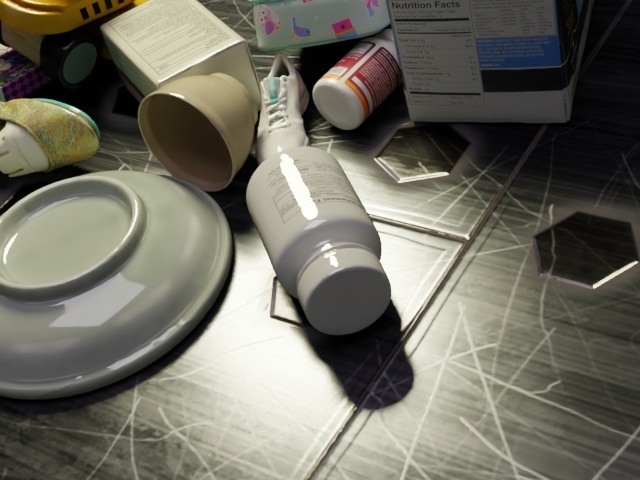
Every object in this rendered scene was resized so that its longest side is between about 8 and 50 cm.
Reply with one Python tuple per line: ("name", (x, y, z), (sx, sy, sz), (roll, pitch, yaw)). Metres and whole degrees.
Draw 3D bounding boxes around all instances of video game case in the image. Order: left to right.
("video game case", (-0.516, -0.304, 1.862), (0.210, 0.041, 0.232), (14, 39, 31))

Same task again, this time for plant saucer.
("plant saucer", (-0.317, 0.020, 1.433), (0.401, 0.100, 0.400), (-9, 42, 9))

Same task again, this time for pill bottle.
("pill bottle", (0.000, 0.000, 1.320), (0.131, 0.131, 0.229), (-21, 41, -4))
("pill bottle", (0.065, -0.233, 1.584), (0.086, 0.086, 0.152), (21, 54, 35))

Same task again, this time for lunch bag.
("lunch bag", (0.033, -0.371, 1.669), (0.224, 0.107, 0.279), (-6, 22, 23))

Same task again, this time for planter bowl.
("planter bowl", (-0.155, -0.164, 1.531), (0.162, 0.162, 0.109), (15, 48, 31))

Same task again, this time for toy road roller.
("toy road roller", (-0.373, -0.417, 1.761), (0.202, 0.240, 0.329), (34, 47, 22))

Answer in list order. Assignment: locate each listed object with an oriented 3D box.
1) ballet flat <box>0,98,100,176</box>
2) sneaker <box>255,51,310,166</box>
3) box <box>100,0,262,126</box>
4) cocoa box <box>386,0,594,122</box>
("ballet flat", (-0.469, -0.151, 1.661), (0.349, 0.123, 0.123), (15, 51, 38))
("sneaker", (-0.060, -0.183, 1.566), (0.080, 0.094, 0.212), (-9, 43, 8))
("box", (-0.209, -0.264, 1.680), (0.149, 0.126, 0.232), (-30, 43, -14))
("cocoa box", (0.249, -0.357, 1.545), (0.232, 0.228, 0.347), (2, 45, 21))
